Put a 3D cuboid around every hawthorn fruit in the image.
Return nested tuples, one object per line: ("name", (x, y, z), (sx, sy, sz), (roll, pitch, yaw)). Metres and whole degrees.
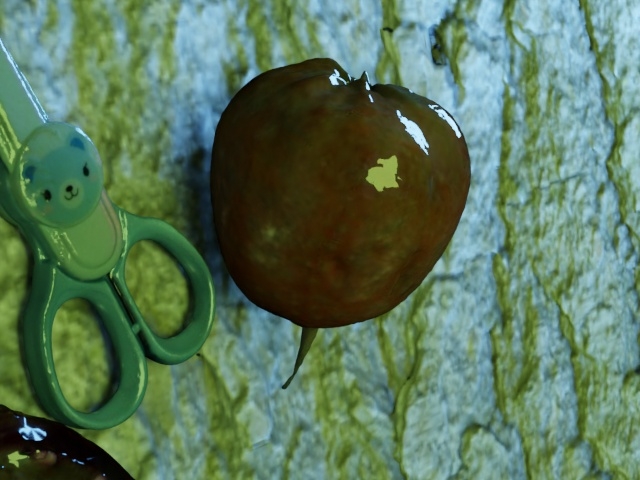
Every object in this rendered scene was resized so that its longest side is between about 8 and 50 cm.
("hawthorn fruit", (0.013, -0.011, 0.725), (0.149, 0.149, 0.189), (-4, 87, -46))

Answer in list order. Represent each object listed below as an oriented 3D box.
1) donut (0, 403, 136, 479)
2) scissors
("donut", (-0.169, 0.196, 0.560), (0.269, 0.103, 0.270), (0, 90, -46))
("scissors", (-0.137, -0.030, 0.655), (0.125, 0.030, 0.256), (-44, 120, -40))
